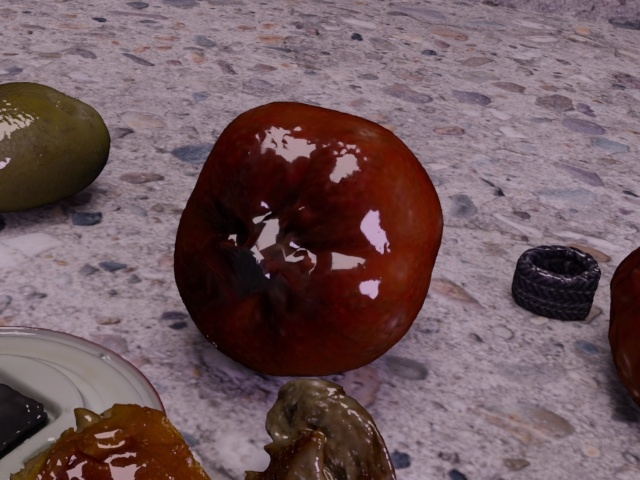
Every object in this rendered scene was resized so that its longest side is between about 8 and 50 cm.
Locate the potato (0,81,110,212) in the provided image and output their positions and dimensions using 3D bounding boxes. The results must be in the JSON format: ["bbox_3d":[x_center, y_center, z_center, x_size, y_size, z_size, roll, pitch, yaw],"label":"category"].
[{"bbox_3d":[-0.396,-0.119,1.158,0.174,0.159,0.251,18,37,30],"label":"potato"}]

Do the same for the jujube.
[{"bbox_3d":[0.408,0.098,0.989,0.174,0.174,0.250,11,40,4],"label":"jujube"}]

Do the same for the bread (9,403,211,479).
[{"bbox_3d":[-0.193,0.253,0.534,0.109,0.185,0.380,-22,11,36],"label":"bread"}]

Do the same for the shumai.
[{"bbox_3d":[0.003,0.196,0.756,0.139,0.123,0.105,28,44,7],"label":"shumai"}]

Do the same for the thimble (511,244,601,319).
[{"bbox_3d":[0.301,0.049,1.137,0.104,0.066,0.095,15,33,13],"label":"thimble"}]

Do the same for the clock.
[{"bbox_3d":[-0.287,0.172,0.754,0.318,0.080,0.318,6,29,-3],"label":"clock"}]

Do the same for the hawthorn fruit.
[{"bbox_3d":[0.001,-0.005,0.937,0.295,0.295,0.311,27,37,29],"label":"hawthorn fruit"}]
